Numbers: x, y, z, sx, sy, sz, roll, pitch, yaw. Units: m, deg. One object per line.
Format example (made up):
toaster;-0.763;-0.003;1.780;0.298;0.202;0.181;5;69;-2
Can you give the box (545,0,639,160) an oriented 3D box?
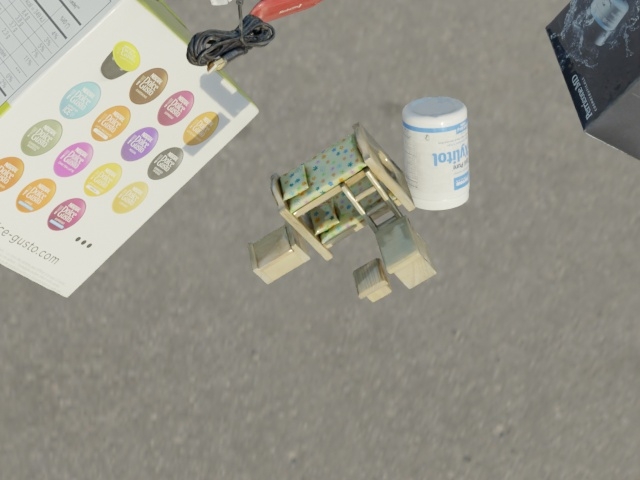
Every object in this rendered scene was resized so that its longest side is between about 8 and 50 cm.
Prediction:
box;0.306;-0.185;1.536;0.093;0.158;0.156;21;38;-30

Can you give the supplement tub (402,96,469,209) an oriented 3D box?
supplement tub;0.124;-0.094;1.782;0.071;0.107;0.071;-5;25;2

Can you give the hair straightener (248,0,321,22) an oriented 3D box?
hair straightener;-0.005;-0.288;1.700;0.230;0.047;0.089;-25;72;-33

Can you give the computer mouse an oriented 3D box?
computer mouse;-0.081;-0.244;1.443;0.042;0.193;0.106;24;39;30

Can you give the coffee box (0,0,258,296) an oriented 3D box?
coffee box;-0.342;-0.203;1.914;0.334;0.337;0.338;-43;62;4

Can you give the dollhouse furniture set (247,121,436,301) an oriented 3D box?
dollhouse furniture set;0.000;0.000;1.661;0.182;0.101;0.161;-32;42;15
